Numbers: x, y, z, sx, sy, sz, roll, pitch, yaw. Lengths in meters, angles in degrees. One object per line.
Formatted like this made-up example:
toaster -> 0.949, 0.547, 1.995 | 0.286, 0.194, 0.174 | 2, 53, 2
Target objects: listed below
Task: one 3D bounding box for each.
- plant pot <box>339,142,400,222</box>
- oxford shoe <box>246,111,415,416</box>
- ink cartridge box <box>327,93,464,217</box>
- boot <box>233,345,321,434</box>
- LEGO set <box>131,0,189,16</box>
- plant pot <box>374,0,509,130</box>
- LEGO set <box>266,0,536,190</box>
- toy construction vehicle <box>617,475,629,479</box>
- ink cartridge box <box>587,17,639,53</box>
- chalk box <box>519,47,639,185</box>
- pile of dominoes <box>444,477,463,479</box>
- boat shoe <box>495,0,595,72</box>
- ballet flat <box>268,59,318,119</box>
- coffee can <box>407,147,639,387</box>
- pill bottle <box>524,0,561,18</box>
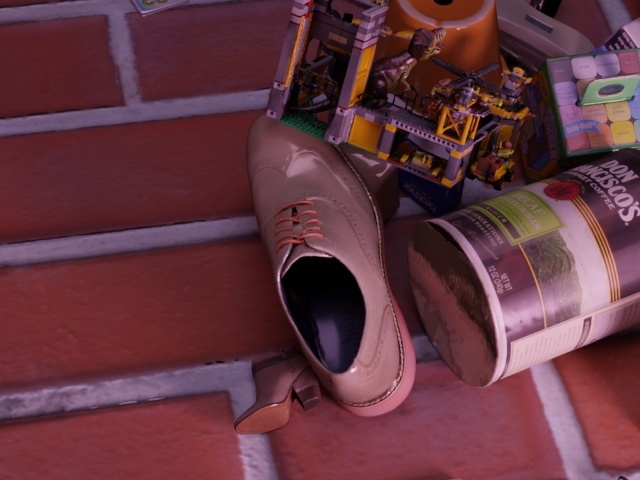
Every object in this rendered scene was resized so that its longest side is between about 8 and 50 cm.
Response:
plant pot -> 0.026, -0.054, 1.935 | 0.109, 0.109, 0.096 | 27, 67, 18
oxford shoe -> 0.000, 0.000, 1.789 | 0.140, 0.146, 0.397 | -28, 65, 9
ink cartridge box -> 0.096, -0.126, 2.000 | 0.046, 0.097, 0.207 | -34, 60, -29
boot -> -0.057, 0.166, 1.778 | 0.118, 0.042, 0.087 | -17, 46, -19
LEGO set -> -0.184, -0.429, 2.271 | 0.244, 0.060, 0.182 | -20, 57, -21
plant pot -> 0.153, -0.251, 2.051 | 0.205, 0.188, 0.205 | 2, 49, -2
LEGO set -> 0.103, -0.211, 1.834 | 0.331, 0.192, 0.255 | 28, 28, 25
toy construction vehicle -> 0.340, 0.310, 1.687 | 0.098, 0.035, 0.086 | 32, 43, 18
ink cartridge box -> 0.488, -0.206, 2.088 | 0.224, 0.045, 0.223 | -28, 76, -24
chalk box -> 0.335, -0.152, 1.942 | 0.132, 0.213, 0.132 | -7, 77, -9
pile of dominoes -> 0.060, 0.342, 1.630 | 0.251, 0.040, 0.196 | -10, 50, -12
boat shoe -> 0.261, -0.279, 2.144 | 0.227, 0.081, 0.079 | 32, 43, 7
ballet flat -> -0.037, -0.179, 2.063 | 0.070, 0.070, 0.188 | -5, 46, -8
coffee can -> 0.267, 0.030, 1.809 | 0.275, 0.201, 0.201 | -20, 53, -19
pill bottle -> 0.235, -0.390, 2.223 | 0.219, 0.123, 0.123 | 24, 52, 17
